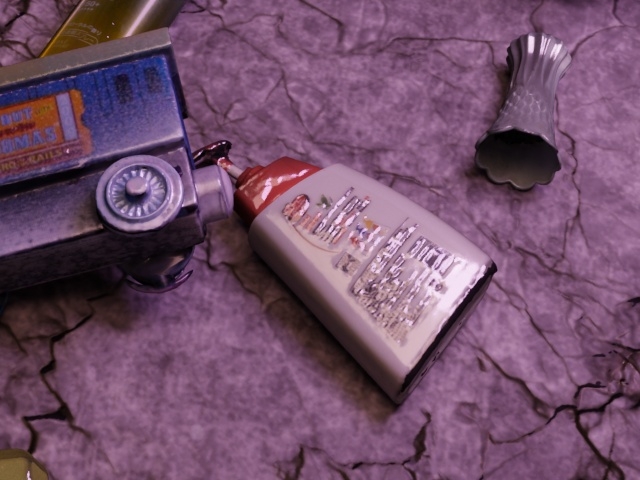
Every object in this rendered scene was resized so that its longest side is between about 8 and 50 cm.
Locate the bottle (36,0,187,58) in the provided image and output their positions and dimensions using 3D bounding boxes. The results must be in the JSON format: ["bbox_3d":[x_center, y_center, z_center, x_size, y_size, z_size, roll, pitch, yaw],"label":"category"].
[{"bbox_3d":[-0.169,-0.227,1.444,0.082,0.082,0.286,24,56,6],"label":"bottle"}]

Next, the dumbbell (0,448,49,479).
[{"bbox_3d":[-0.342,0.213,1.105,0.302,0.121,0.108,-2,28,-12],"label":"dumbbell"}]

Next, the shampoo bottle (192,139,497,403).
[{"bbox_3d":[0.000,0.000,1.333,0.284,0.071,0.153,34,65,16],"label":"shampoo bottle"}]

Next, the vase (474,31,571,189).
[{"bbox_3d":[0.194,-0.128,1.448,0.081,0.081,0.148,16,53,1],"label":"vase"}]

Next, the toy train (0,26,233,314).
[{"bbox_3d":[-0.228,-0.049,1.263,0.300,0.131,0.202,-14,63,-4],"label":"toy train"}]
